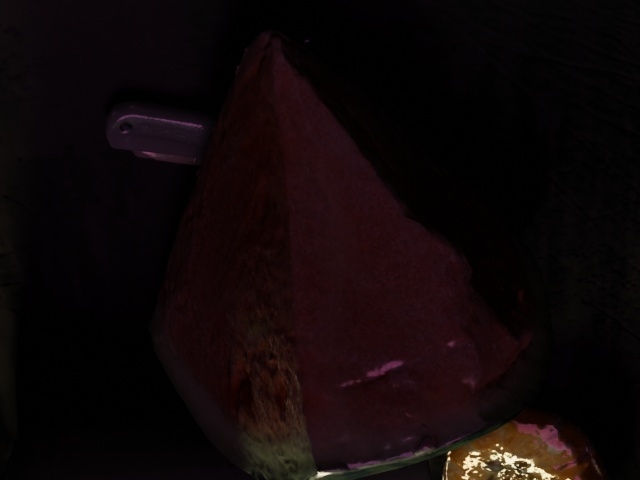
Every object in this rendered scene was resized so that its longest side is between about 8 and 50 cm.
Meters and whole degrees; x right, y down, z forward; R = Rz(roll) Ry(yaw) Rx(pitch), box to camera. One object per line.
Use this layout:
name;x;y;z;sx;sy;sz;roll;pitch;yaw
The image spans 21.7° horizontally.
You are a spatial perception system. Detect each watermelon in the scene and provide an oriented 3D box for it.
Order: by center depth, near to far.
watermelon;-0.015;0.039;1.085;0.250;0.283;0.292;-42;107;11

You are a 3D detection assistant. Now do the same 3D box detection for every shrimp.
shrimp;0.172;0.198;1.359;0.132;0.052;0.187;-12;127;28

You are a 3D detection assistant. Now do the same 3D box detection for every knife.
knife;-0.065;-0.065;1.121;0.162;0.023;0.044;9;127;-14

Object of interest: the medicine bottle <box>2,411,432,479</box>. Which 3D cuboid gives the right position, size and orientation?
medicine bottle;-0.070;0.246;1.234;0.306;0.245;0.245;-6;130;-4
